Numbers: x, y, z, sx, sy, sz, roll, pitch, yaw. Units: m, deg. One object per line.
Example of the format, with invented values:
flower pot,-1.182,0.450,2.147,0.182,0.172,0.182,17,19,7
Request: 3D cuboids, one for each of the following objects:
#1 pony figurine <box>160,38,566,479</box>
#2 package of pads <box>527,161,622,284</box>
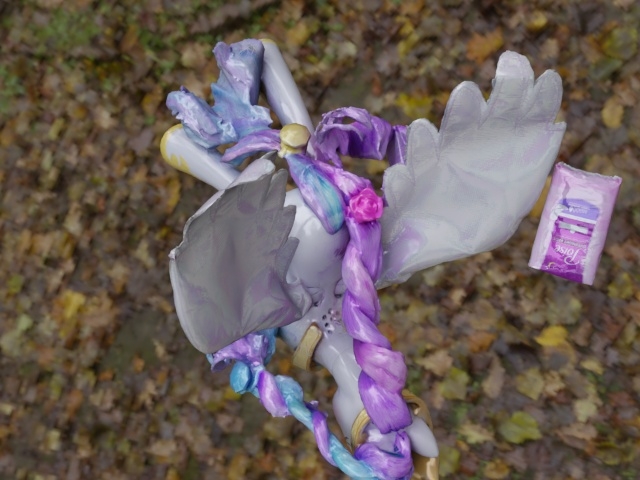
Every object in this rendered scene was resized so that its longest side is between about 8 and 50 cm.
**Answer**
pony figurine,0.000,0.000,0.903,0.302,0.351,0.363,-18,46,-20
package of pads,0.187,-0.013,0.861,0.050,0.032,0.083,16,103,13
